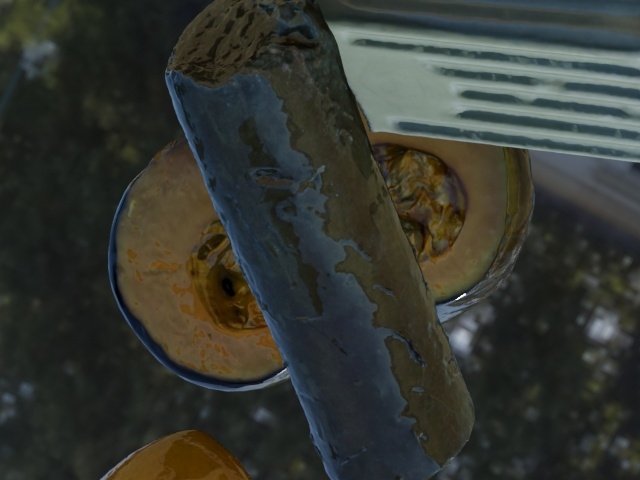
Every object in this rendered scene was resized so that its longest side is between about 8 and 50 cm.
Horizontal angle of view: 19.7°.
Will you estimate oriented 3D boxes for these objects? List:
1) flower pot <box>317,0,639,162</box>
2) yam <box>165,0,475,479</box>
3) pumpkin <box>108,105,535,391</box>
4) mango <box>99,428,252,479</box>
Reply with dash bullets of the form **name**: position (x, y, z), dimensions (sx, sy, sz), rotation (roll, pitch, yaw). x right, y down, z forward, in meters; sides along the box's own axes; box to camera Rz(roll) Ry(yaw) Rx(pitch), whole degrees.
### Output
- **flower pot**: position (0.119, -0.166, 0.995), dimensions (0.190, 0.209, 0.239), rotation (8, 156, 24)
- **yam**: position (0.000, 0.000, 0.940), dimensions (0.259, 0.093, 0.093), rotation (68, 171, -22)
- **pumpkin**: position (0.013, -0.033, 1.389), dimensions (0.242, 0.325, 0.232), rotation (70, -161, -1)
- **mango**: position (-0.065, 0.183, 0.722), dimensions (0.112, 0.219, 0.145), rotation (19, 161, -40)
